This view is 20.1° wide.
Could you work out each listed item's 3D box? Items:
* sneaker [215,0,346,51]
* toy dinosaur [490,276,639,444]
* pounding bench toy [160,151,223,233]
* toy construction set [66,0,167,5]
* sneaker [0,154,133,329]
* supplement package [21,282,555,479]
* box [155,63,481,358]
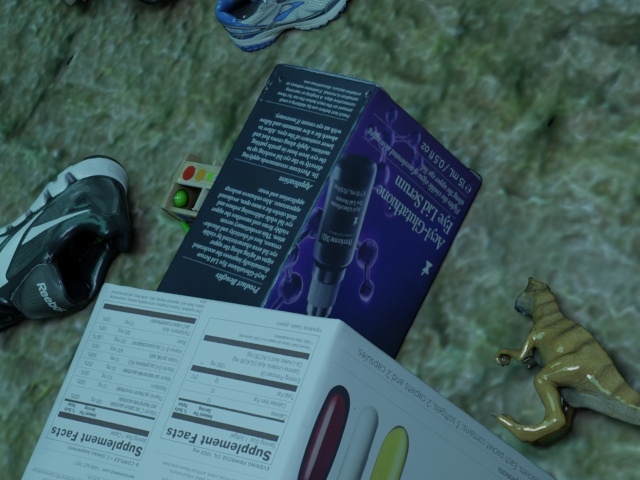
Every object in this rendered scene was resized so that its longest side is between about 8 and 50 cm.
[{"bbox_3d":[-0.031,-0.206,1.534,0.135,0.058,0.052,-25,51,24],"label":"sneaker"},{"bbox_3d":[0.171,0.091,1.182,0.112,0.064,0.211,-48,45,3],"label":"toy dinosaur"},{"bbox_3d":[-0.095,-0.022,1.475,0.065,0.052,0.083,11,72,43],"label":"pounding bench toy"},{"bbox_3d":[-0.165,-0.339,1.659,0.215,0.151,0.327,47,106,21],"label":"toy construction set"},{"bbox_3d":[-0.250,0.032,1.549,0.234,0.078,0.106,-39,43,10],"label":"sneaker"},{"bbox_3d":[-0.014,0.155,1.150,0.204,0.262,0.145,7,69,41],"label":"supplement package"},{"bbox_3d":[0.000,0.000,1.315,0.108,0.153,0.207,17,76,43],"label":"box"}]
